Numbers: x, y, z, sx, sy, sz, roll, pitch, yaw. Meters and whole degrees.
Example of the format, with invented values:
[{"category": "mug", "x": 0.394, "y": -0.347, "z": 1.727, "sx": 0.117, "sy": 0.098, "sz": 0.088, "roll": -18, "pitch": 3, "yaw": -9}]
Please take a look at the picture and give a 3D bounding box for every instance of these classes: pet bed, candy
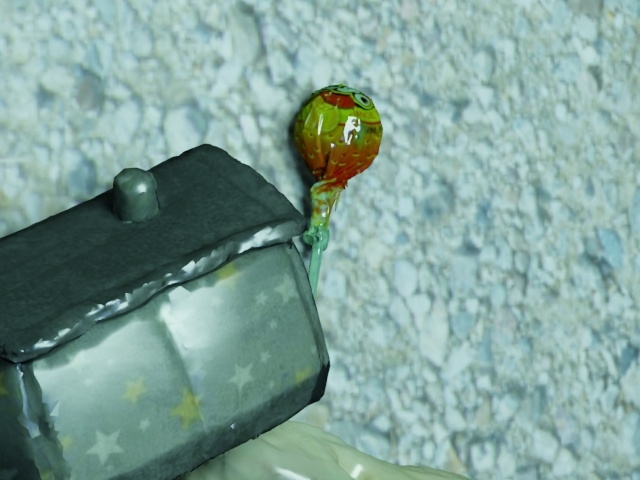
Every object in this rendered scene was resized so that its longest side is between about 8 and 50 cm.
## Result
[{"category": "pet bed", "x": -0.123, "y": 0.046, "z": 1.095, "sx": 0.211, "sy": 0.183, "sz": 0.159, "roll": -23, "pitch": 103, "yaw": -30}, {"category": "candy", "x": 0.000, "y": 0.000, "z": 1.256, "sx": 0.060, "sy": 0.060, "sz": 0.201, "roll": 9, "pitch": 91, "yaw": -31}]

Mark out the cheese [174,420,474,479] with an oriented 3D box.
[{"category": "cheese", "x": 0.016, "y": 0.196, "z": 1.206, "sx": 0.263, "sy": 0.093, "sz": 0.159, "roll": 22, "pitch": 118, "yaw": -27}]
